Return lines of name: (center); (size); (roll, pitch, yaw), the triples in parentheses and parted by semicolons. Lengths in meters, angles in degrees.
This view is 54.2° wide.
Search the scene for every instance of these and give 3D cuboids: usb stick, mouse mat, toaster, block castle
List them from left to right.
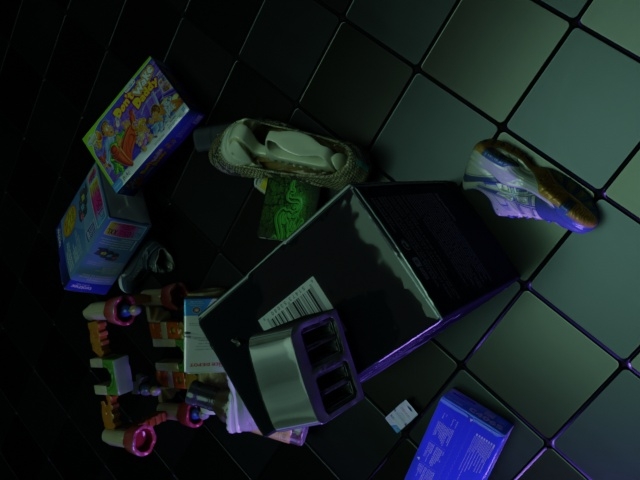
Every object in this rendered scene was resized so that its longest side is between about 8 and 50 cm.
block castle: (-0.495, 0.367, 1.850); (0.213, 0.303, 0.453); (-6, 93, 33)
usb stick: (-0.251, -0.299, 1.766); (0.278, 0.045, 0.077); (-2, 94, 33)
mouse mat: (-0.080, -0.089, 1.622); (0.152, 0.007, 0.190); (6, 77, 16)
toaster: (-0.027, 0.212, 1.036); (0.110, 0.185, 0.168); (-21, 85, 36)

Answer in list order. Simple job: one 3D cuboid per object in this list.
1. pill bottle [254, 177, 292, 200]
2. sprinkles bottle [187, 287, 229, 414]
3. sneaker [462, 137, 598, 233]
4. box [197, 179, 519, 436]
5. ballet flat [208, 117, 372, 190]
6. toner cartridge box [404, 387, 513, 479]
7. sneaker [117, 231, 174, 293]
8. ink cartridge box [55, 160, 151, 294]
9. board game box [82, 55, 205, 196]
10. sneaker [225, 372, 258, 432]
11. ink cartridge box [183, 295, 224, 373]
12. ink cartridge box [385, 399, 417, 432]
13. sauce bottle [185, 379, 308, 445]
pill bottle: (-0.119, -0.140, 1.687); (0.116, 0.065, 0.065); (37, 114, 24)
sprinkles bottle: (-0.312, 0.321, 1.832); (0.121, 0.121, 0.355); (-5, 93, 33)
sneaker: (0.438, -0.093, 1.324); (0.296, 0.112, 0.131); (40, 132, 25)
box: (0.093, 0.123, 1.336); (0.480, 0.472, 0.297); (-41, 75, 30)
ballet flat: (-0.109, -0.233, 1.566); (0.482, 0.182, 0.164); (13, 83, 24)
toner cartridge box: (0.307, 0.544, 1.483); (0.165, 0.075, 0.348); (29, 111, 26)
sneaker: (-0.553, 0.097, 1.984); (0.163, 0.086, 0.226); (31, 110, 29)
ink cartridge box: (-0.712, -0.016, 1.992); (0.395, 0.151, 0.270); (-50, 47, 29)
board game box: (-0.533, -0.335, 1.864); (0.347, 0.078, 0.233); (-44, 69, 17)
sneaker: (-0.180, 0.360, 1.616); (0.115, 0.105, 0.281); (2, 103, 2)
ink cartridge box: (-0.303, 0.257, 1.727); (0.086, 0.148, 0.203); (-176, 86, -78)
ink cartridge box: (0.208, 0.436, 1.562); (0.048, 0.028, 0.083); (49, 119, 18)
sauce bottle: (-0.199, 0.463, 1.715); (0.344, 0.111, 0.111); (15, 105, 6)
